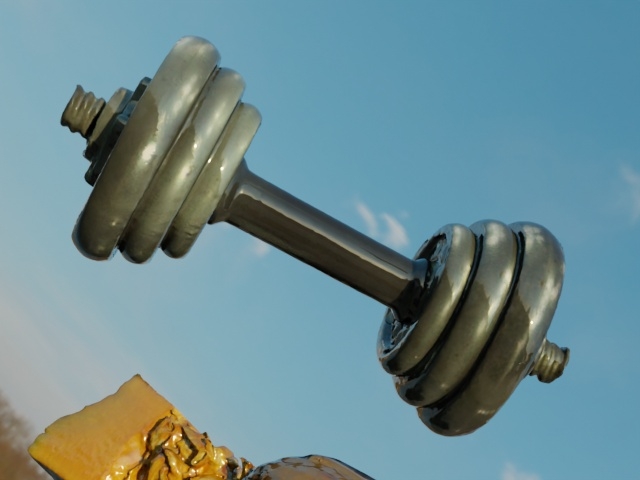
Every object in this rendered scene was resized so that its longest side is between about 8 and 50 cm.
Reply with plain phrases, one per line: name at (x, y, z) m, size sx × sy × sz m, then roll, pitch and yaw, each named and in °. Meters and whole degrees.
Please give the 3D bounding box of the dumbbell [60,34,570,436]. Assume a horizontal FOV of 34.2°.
dumbbell at (0.000, 0.000, 0.753) m, size 0.406 × 0.179 × 0.179 m, roll 28°, pitch -23°, yaw -7°

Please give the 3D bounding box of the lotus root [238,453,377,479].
lotus root at (0.037, 0.218, 0.312) m, size 0.329 × 0.167 × 0.078 m, roll 46°, pitch -3°, yaw 18°

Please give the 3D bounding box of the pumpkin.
pumpkin at (-0.129, 0.229, 0.915) m, size 0.248 × 0.131 × 0.126 m, roll 30°, pitch -23°, yaw 42°
